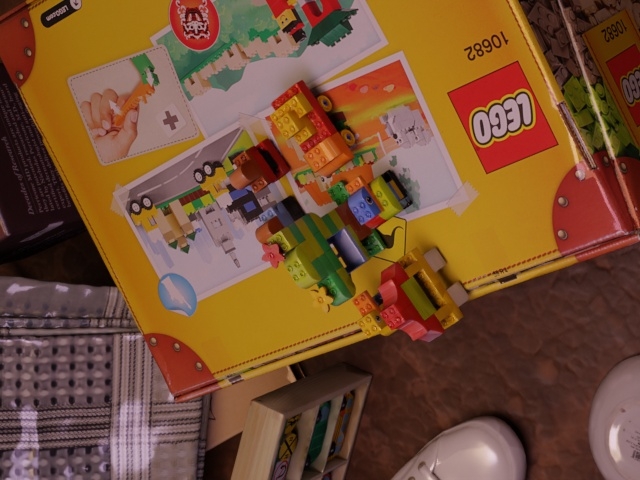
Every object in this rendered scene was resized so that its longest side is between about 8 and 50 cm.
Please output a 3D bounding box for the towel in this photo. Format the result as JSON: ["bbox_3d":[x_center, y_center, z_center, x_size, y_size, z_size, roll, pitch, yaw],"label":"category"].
[{"bbox_3d":[-0.255,0.193,1.623,0.312,0.056,0.324,2,98,-14],"label":"towel"}]

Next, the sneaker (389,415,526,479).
[{"bbox_3d":[0.072,0.277,1.556,0.106,0.123,0.290,47,116,17],"label":"sneaker"}]

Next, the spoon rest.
[{"bbox_3d":[0.339,0.191,1.426,0.276,0.084,0.137,29,111,37],"label":"spoon rest"}]

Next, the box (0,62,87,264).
[{"bbox_3d":[-0.324,-0.067,1.671,0.168,0.203,0.167,-23,88,31],"label":"box"}]

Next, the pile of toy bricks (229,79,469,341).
[{"bbox_3d":[0.000,0.000,1.276,0.118,0.105,0.212,-36,88,40],"label":"pile of toy bricks"}]

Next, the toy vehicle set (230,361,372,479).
[{"bbox_3d":[-0.037,0.253,1.586,0.035,0.166,0.267,23,110,25],"label":"toy vehicle set"}]

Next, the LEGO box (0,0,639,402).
[{"bbox_3d":[0.016,-0.122,1.406,0.500,0.193,0.372,-22,97,39],"label":"LEGO box"}]

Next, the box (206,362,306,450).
[{"bbox_3d":[-0.120,0.120,1.694,0.201,0.021,0.164,-30,84,29],"label":"box"}]
